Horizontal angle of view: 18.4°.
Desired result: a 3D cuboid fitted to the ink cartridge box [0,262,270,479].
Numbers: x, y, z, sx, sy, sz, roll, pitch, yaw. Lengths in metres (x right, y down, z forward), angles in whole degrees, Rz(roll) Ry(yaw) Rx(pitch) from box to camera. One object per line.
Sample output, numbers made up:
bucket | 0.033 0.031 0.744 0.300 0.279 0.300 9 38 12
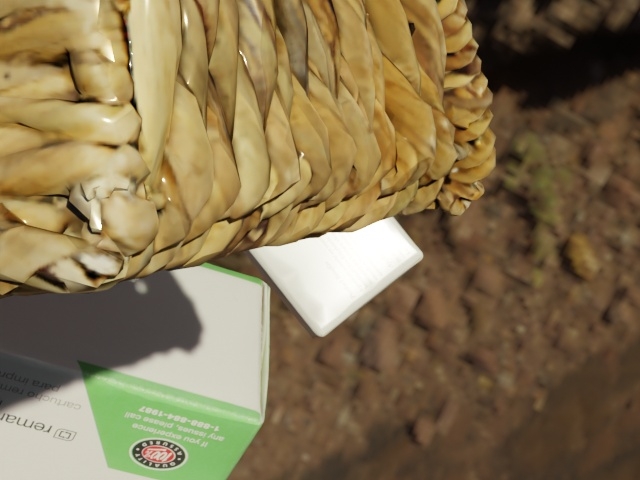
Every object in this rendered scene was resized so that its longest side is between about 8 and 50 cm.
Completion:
ink cartridge box | -0.181 0.128 1.186 0.121 0.211 0.289 -92 25 -46

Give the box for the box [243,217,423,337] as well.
box | 0.000 0.000 1.281 0.087 0.101 0.102 -38 -1 -5

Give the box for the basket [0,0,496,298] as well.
basket | -0.134 -0.085 0.504 0.299 0.223 0.213 -8 93 24
